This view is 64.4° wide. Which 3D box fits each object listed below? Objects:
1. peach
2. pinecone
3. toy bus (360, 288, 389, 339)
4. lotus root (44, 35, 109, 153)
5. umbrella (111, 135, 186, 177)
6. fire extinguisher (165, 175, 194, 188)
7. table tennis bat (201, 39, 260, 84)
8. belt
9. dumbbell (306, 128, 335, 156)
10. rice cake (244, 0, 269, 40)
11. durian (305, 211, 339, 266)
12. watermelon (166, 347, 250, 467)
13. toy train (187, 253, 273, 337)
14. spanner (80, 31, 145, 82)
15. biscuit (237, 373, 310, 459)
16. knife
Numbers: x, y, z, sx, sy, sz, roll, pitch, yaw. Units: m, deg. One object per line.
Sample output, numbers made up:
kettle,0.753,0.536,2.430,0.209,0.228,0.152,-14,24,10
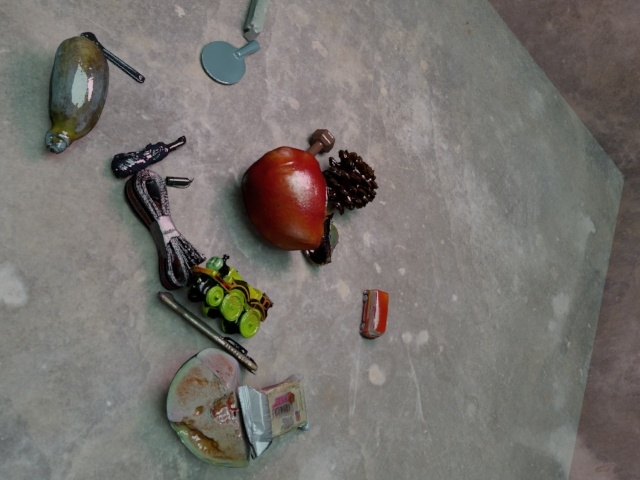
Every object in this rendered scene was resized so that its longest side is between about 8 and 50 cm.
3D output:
peach,-0.090,-0.121,1.594,0.281,0.281,0.338,-40,96,-36
pinecone,0.093,-0.195,1.785,0.221,0.221,0.221,11,71,-32
toy bus,0.195,0.259,1.798,0.079,0.077,0.174,21,65,-28
lotus root,-0.644,-0.378,1.352,0.140,0.158,0.322,10,78,-33
umbrella,-0.488,-0.251,1.477,0.248,0.071,0.071,-31,95,-35
fire extinguisher,-0.422,-0.175,1.529,0.083,0.025,0.038,-2,115,-35
table tennis bat,-0.299,-0.625,1.738,0.244,0.040,0.153,-43,103,-31
belt,-0.441,-0.027,1.429,0.126,0.094,0.359,-28,93,-37
dumbbell,-0.035,-0.307,1.800,0.092,0.082,0.231,49,55,-15
rice cake,-0.216,-0.868,1.848,0.063,0.066,0.336,25,65,-28
durian,0.002,0.000,1.746,0.108,0.119,0.186,13,78,-72
watermelon,-0.302,0.441,1.373,0.175,0.188,0.322,-12,95,0
toy train,-0.255,0.159,1.441,0.160,0.100,0.296,-62,141,-26
spanner,-0.613,-0.542,1.509,0.208,0.012,0.046,36,58,-22
biscuit,-0.125,0.488,1.449,0.309,0.079,0.186,16,62,-64
knife,-0.313,0.256,1.443,0.365,0.089,0.043,43,69,-15
